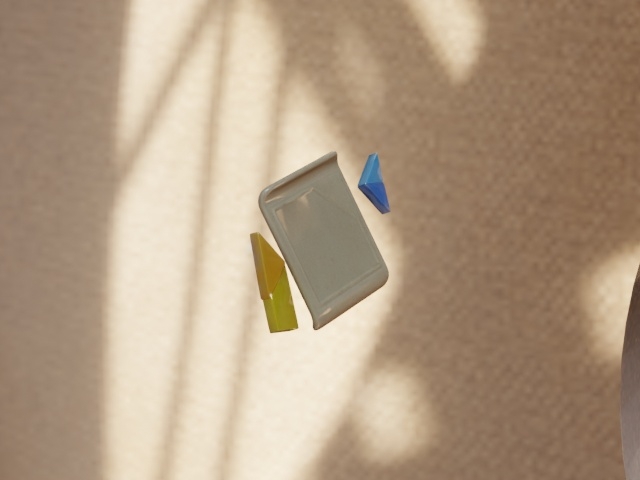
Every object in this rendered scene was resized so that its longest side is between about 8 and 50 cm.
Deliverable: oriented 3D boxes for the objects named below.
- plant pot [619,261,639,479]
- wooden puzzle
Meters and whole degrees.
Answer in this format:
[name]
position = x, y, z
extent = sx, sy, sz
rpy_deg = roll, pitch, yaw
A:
[plant pot]
position = 0.190, 0.006, 0.303
extent = 0.254, 0.237, 0.237
rpy_deg = 103, 155, -73
[wooden puzzle]
position = 0.000, 0.000, 0.932
extent = 0.014, 0.116, 0.079
rpy_deg = -16, 93, 38
